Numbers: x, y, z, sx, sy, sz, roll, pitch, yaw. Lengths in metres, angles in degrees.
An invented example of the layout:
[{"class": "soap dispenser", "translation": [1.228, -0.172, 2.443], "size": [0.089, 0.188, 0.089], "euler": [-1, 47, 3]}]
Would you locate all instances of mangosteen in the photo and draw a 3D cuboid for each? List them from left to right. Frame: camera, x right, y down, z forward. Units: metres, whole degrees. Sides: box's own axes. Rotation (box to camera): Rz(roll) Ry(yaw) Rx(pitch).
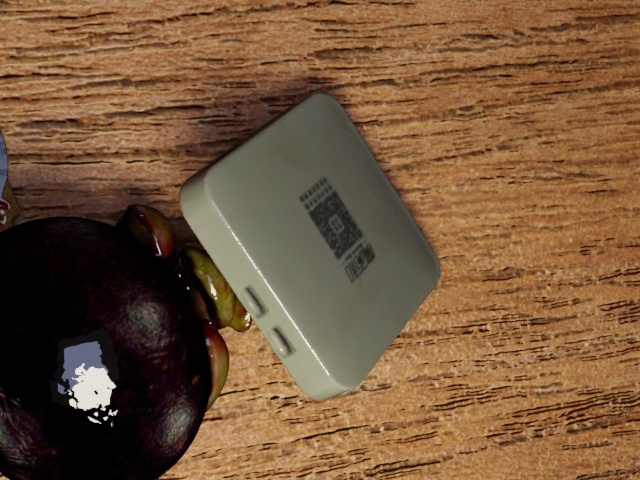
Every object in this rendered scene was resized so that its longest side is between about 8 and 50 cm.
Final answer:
[{"class": "mangosteen", "translation": [-0.288, 0.131, 1.254], "size": [0.435, 0.382, 0.382], "euler": [-36, 100, -26]}]

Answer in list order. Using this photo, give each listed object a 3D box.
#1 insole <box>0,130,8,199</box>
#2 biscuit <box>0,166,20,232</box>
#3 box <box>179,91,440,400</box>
[{"class": "insole", "translation": [-0.494, -0.046, 1.329], "size": [0.086, 0.005, 0.253], "euler": [5, 84, -15]}, {"class": "biscuit", "translation": [-0.514, -0.009, 1.344], "size": [0.212, 0.041, 0.238], "euler": [22, 85, -14]}, {"class": "box", "translation": [0.000, 0.000, 1.381], "size": [0.373, 0.090, 0.367], "euler": [58, 41, -10]}]
